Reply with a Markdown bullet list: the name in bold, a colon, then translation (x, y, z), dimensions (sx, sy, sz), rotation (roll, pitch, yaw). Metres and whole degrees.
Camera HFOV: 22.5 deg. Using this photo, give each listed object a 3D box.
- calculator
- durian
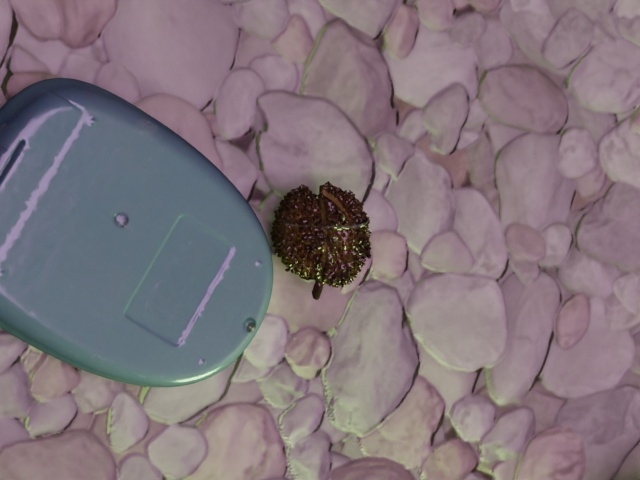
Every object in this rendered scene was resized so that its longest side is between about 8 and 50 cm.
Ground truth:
- **calculator**: translation (-0.167, -0.009, 1.165), dimensions (0.303, 0.042, 0.188), rotation (33, 81, -24)
- **durian**: translation (0.000, 0.000, 1.220), dimensions (0.080, 0.080, 0.091), rotation (10, 91, -23)
